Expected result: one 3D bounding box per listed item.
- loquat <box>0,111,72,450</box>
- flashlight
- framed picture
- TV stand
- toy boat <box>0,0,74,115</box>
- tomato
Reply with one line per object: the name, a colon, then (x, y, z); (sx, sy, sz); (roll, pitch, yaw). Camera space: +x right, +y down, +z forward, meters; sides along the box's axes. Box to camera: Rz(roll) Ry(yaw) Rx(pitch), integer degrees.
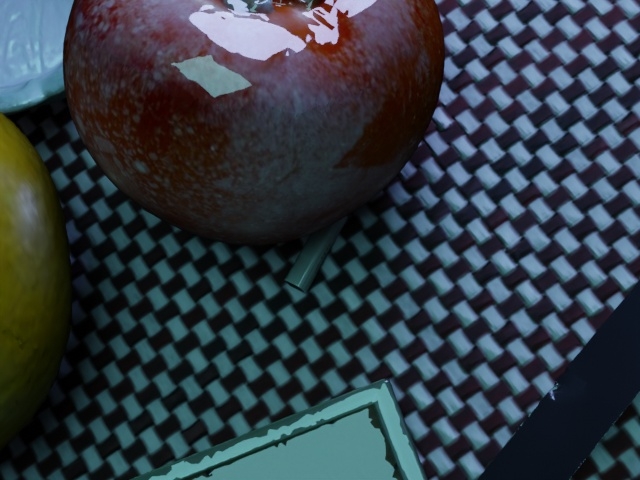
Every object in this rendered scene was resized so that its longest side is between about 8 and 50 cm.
loquat: (-0.342, 0.028, 0.786); (0.328, 0.359, 0.328); (-4, 83, 33)
flashlight: (0.000, 0.000, 0.892); (0.018, 0.018, 0.083); (25, 79, 20)
framed picture: (-0.002, 0.260, 0.811); (0.216, 0.016, 0.273); (-21, 70, 4)
TV stand: (0.186, 0.110, 0.800); (0.049, 0.040, 0.256); (40, 84, 11)
toy boat: (-0.279, -0.181, 0.968); (0.290, 0.100, 0.199); (-6, 71, 9)
tomato: (-0.051, -0.121, 0.832); (0.270, 0.227, 0.270); (2, 55, -3)
